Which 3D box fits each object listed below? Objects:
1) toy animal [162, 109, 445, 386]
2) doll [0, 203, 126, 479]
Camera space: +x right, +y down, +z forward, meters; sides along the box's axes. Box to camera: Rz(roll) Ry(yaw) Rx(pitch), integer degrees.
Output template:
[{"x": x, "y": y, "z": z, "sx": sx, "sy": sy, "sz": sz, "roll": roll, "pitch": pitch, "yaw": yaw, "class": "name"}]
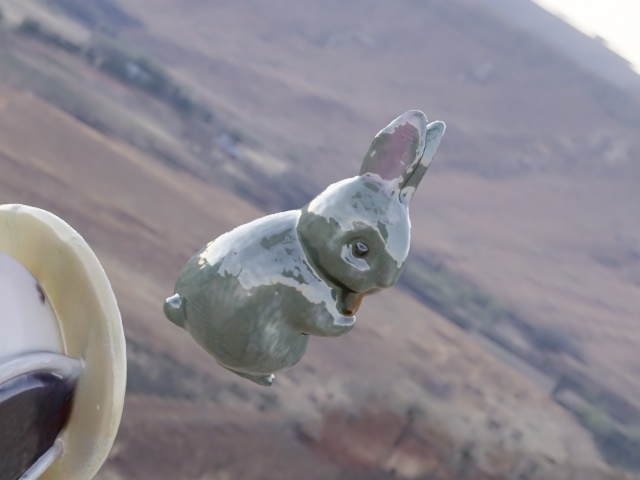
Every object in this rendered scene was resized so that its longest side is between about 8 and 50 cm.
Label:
[{"x": 0.000, "y": 0.010, "z": 1.377, "sx": 0.138, "sy": 0.236, "sz": 0.108, "roll": 16, "pitch": 44, "yaw": -48, "class": "toy animal"}, {"x": -0.207, "y": 0.077, "z": 0.771, "sx": 0.144, "sy": 0.271, "sz": 0.208, "roll": 5, "pitch": -39, "yaw": 45, "class": "doll"}]
